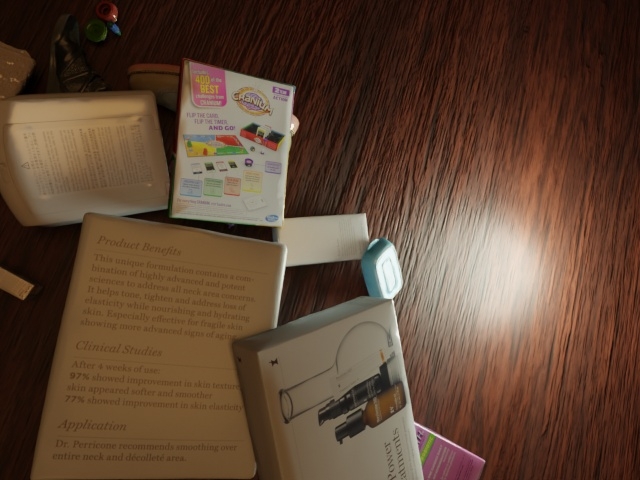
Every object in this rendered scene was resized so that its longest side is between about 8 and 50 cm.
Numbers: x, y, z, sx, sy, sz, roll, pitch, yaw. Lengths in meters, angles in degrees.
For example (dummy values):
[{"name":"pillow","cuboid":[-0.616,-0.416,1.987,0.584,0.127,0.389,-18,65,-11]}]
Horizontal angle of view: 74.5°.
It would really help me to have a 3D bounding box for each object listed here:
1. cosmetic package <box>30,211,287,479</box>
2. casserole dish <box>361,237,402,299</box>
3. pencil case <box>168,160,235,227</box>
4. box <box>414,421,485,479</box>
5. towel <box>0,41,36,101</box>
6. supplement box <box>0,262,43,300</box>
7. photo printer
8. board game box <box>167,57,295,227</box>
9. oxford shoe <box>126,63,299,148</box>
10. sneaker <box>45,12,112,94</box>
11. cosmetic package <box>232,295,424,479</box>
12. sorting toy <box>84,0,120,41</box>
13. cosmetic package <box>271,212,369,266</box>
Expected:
[{"name":"cosmetic package","cuboid":[-0.278,0.185,0.801,0.330,0.327,0.393,11,81,-17]},{"name":"casserole dish","cuboid":[0.161,0.082,1.061,0.114,0.037,0.188,-40,128,-32]},{"name":"pencil case","cuboid":[-0.257,-0.124,0.979,0.206,0.088,0.086,45,36,-8]},{"name":"box","cuboid":[0.203,0.480,0.978,0.243,0.213,0.117,31,75,-12]},{"name":"towel","cuboid":[-0.690,-0.281,0.793,0.187,0.049,0.282,20,67,-26]},{"name":"supplement box","cuboid":[-0.620,0.081,0.842,0.098,0.062,0.036,33,74,-11]},{"name":"photo printer","cuboid":[-0.477,-0.165,0.852,0.308,0.107,0.256,-14,107,-26]},{"name":"board game box","cuboid":[-0.188,-0.194,0.902,0.242,0.064,0.316,5,91,-25]},{"name":"oxford shoe","cuboid":[-0.250,-0.282,0.971,0.397,0.140,0.146,16,84,-14]},{"name":"sneaker","cuboid":[-0.518,-0.372,0.922,0.130,0.087,0.227,2,86,-19]},{"name":"cosmetic package","cuboid":[0.029,0.314,0.717,0.284,0.097,0.377,-14,95,-34]},{"name":"sorting toy","cuboid":[-0.495,-0.496,0.972,0.061,0.042,0.102,25,88,2]},{"name":"cosmetic package","cuboid":[0.000,0.000,1.043,0.231,0.085,0.117,-4,85,-16]}]
